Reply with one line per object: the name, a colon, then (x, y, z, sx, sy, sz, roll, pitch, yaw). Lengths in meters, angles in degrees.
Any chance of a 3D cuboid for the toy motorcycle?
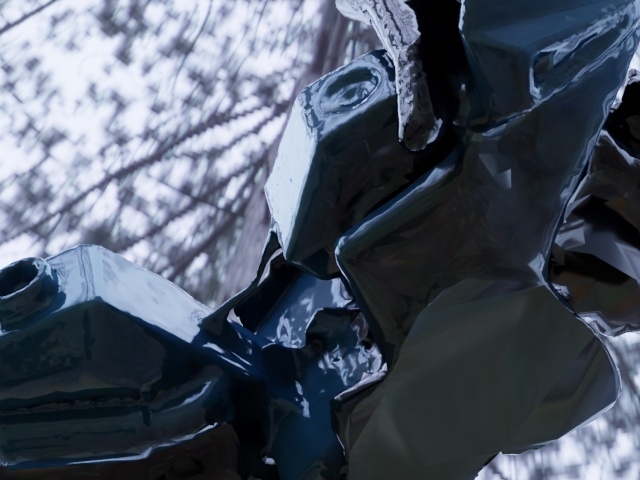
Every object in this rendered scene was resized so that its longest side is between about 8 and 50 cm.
toy motorcycle: (0.000, 0.000, 0.817, 0.416, 0.172, 0.232, -23, -58, 6)
